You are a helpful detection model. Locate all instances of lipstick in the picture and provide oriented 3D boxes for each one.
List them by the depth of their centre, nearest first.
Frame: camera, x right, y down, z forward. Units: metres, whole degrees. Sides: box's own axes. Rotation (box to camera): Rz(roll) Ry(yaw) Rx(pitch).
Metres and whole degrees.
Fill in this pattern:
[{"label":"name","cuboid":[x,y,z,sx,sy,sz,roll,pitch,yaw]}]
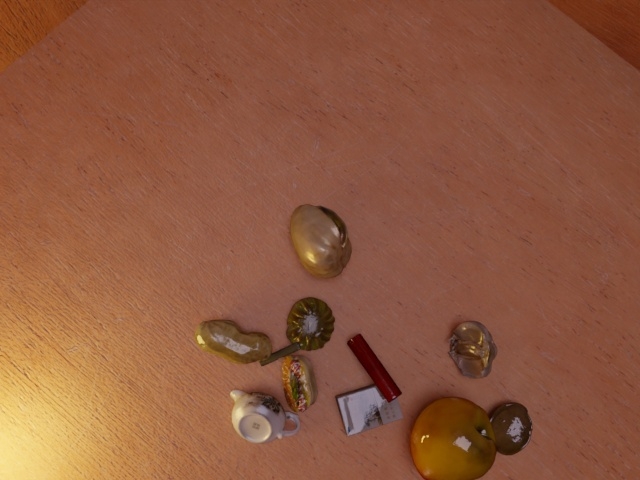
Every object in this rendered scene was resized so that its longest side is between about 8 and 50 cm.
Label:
[{"label":"lipstick","cuboid":[0.209,0.498,1.605,0.073,0.073,0.279,-32,65,-9]}]

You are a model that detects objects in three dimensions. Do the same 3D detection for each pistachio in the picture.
[{"label":"pistachio","cuboid":[0.000,0.000,1.652,0.238,0.229,0.321,-32,72,24]}]

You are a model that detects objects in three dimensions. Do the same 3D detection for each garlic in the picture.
[{"label":"garlic","cuboid":[0.631,0.432,1.658,0.143,0.178,0.229,-12,99,-37]}]

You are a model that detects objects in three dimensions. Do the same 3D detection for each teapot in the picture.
[{"label":"teapot","cuboid":[-0.221,0.671,1.549,0.298,0.139,0.204,27,105,-1]}]

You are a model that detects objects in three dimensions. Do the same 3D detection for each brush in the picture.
[{"label":"brush","cuboid":[-0.162,0.451,1.623,0.190,0.027,0.034,-28,85,17]}]

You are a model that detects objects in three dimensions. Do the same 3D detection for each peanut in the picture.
[{"label":"peanut","cuboid":[-0.338,0.396,1.592,0.305,0.147,0.147,23,78,-1]}]

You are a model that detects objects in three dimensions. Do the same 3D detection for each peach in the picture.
[{"label":"peach","cuboid":[0.480,0.741,1.522,0.308,0.289,0.289,-35,81,29]}]

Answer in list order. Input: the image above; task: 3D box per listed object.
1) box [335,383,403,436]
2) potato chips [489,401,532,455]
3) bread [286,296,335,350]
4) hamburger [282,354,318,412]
[{"label":"box","cuboid":[0.191,0.659,1.612,0.233,0.067,0.149,-14,78,-8]},{"label":"potato chips","cuboid":[0.748,0.747,1.636,0.195,0.062,0.208,24,77,-5]},{"label":"bread","cuboid":[-0.038,0.337,1.641,0.213,0.105,0.213,1,78,-7]},{"label":"hamburger","cuboid":[-0.089,0.545,1.565,0.116,0.173,0.210,-7,79,-30]}]
